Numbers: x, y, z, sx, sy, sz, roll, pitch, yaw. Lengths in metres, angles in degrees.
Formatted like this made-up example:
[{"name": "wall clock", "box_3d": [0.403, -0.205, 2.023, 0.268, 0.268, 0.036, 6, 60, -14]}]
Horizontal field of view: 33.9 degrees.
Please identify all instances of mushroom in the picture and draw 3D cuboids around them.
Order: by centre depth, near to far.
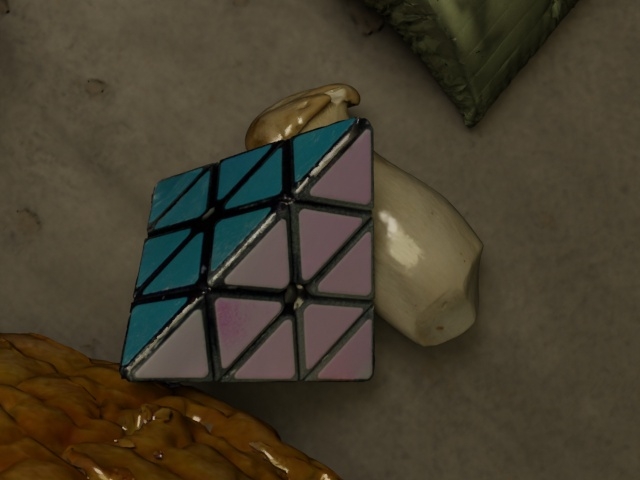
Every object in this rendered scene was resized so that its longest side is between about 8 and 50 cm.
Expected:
[{"name": "mushroom", "box_3d": [0.037, -0.020, 0.742, 0.097, 0.088, 0.212, -37, 87, 8]}]

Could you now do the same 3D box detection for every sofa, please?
[{"name": "sofa", "box_3d": [0.081, -0.242, 0.765, 0.225, 0.176, 0.210, 36, 84, 28]}]

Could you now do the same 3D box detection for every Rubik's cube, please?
[{"name": "Rubik's cube", "box_3d": [0.000, 0.000, 0.686, 0.190, 0.211, 0.178, 28, 121, -24]}]

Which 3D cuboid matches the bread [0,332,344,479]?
[{"name": "bread", "box_3d": [-0.152, 0.188, 0.569, 0.398, 0.398, 0.215, 17, 99, -2]}]
